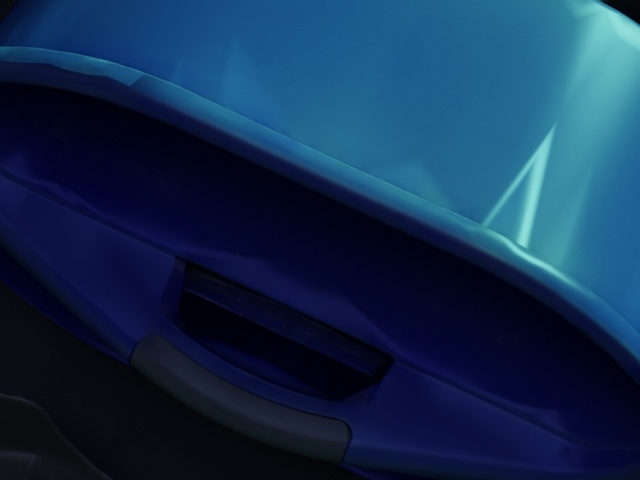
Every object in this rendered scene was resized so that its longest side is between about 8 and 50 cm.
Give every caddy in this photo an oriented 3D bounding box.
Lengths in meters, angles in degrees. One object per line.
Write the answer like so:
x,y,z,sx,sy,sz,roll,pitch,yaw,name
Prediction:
0.000,0.000,0.743,0.341,0.241,0.179,24,64,4,caddy

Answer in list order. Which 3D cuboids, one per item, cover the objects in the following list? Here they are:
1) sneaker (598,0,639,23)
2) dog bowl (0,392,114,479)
0.041,-0.174,0.856,0.271,0.108,0.100,25,78,2,sneaker
-0.163,0.239,0.740,0.349,0.102,0.348,1,66,-2,dog bowl
